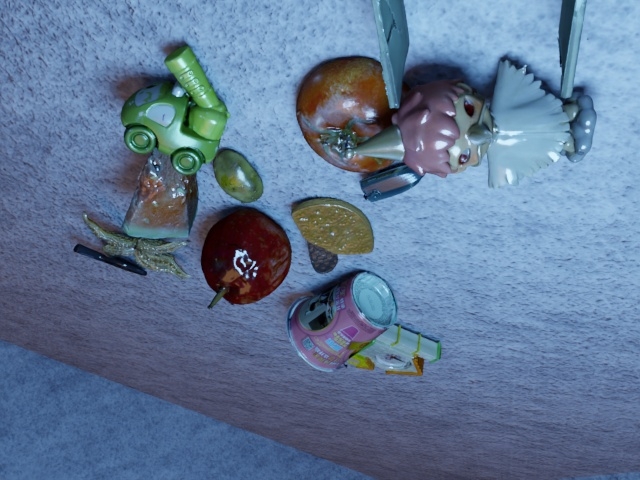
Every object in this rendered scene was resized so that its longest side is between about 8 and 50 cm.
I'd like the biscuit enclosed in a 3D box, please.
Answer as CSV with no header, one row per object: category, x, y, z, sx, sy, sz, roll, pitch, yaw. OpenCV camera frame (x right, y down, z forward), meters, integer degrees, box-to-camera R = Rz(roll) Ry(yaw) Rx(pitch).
biscuit,0.035,-0.033,1.240,0.220,0.029,0.142,22,128,-12

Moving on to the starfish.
starfish,-0.487,0.021,1.476,0.293,0.084,0.301,19,152,0

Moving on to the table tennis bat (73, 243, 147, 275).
table tennis bat,-0.635,0.062,1.595,0.150,0.027,0.236,7,163,41

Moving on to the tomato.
tomato,0.064,-0.207,0.956,0.236,0.095,0.237,10,146,7

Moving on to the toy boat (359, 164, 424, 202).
toy boat,0.152,-0.123,1.075,0.141,0.060,0.055,-17,134,28

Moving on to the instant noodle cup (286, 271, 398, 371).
instant noodle cup,0.070,0.212,1.446,0.243,0.244,0.255,31,135,-22

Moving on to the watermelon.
watermelon,-0.339,-0.124,1.174,0.139,0.193,0.257,18,131,-7

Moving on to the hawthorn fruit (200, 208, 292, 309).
hawthorn fruit,-0.201,0.065,1.296,0.210,0.266,0.230,13,146,36

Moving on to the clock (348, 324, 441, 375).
clock,0.224,0.350,1.661,0.255,0.106,0.220,24,144,-14

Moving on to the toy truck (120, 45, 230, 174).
toy truck,-0.259,-0.239,1.004,0.210,0.148,0.187,-38,121,20

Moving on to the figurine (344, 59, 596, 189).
figurine,0.232,-0.177,0.834,0.386,0.166,0.207,-2,113,-6

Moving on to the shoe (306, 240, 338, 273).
shoe,0.000,0.000,1.314,0.071,0.049,0.179,-11,122,9

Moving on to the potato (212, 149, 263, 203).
potato,-0.182,-0.136,1.165,0.091,0.070,0.138,-15,135,34

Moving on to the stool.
stool,0.200,-0.331,0.668,0.243,0.170,0.270,2,144,18
